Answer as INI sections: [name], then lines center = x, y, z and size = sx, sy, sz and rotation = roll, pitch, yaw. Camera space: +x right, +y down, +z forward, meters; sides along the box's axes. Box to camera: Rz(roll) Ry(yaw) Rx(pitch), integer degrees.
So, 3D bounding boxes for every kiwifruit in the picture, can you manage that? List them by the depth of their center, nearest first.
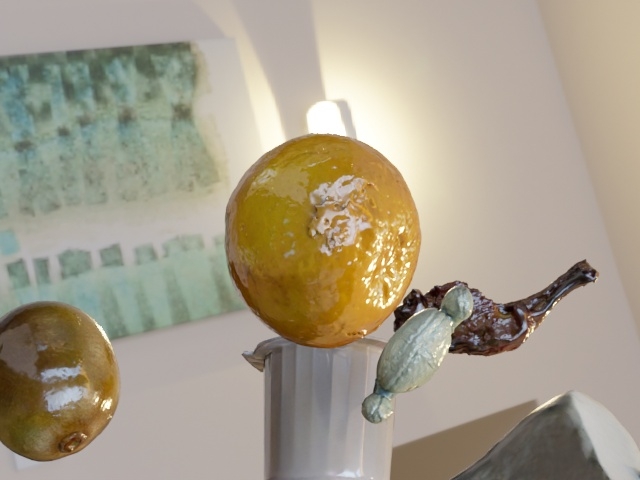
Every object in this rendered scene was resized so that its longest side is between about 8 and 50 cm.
[kiwifruit]
center = -0.381, 0.199, 1.181
size = 0.234, 0.195, 0.196
rotation = 57, -33, 41

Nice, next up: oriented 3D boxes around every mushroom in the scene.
[mushroom]
center = 0.143, 0.255, 0.732
size = 0.122, 0.159, 0.328
rotation = 50, -58, 3

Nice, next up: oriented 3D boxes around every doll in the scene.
[doll]
center = 0.122, 0.146, 1.088
size = 0.071, 0.214, 0.103
rotation = 36, -13, 11

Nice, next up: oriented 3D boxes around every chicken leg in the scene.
[chicken leg]
center = 0.341, 0.138, 1.632
size = 0.096, 0.406, 0.158
rotation = 40, 37, -82

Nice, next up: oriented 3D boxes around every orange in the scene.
[orange]
center = 0.002, -0.001, 0.865
size = 0.193, 0.219, 0.219
rotation = 20, -53, 15

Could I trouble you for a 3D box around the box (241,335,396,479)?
[box]
center = 0.029, 0.273, 1.252
size = 0.262, 0.291, 0.207
rotation = -29, -130, 51
